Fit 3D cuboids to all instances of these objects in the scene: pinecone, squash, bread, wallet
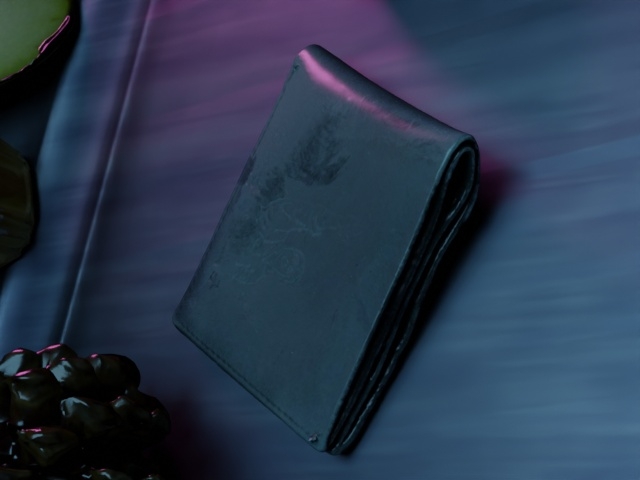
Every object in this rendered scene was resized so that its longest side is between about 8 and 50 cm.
[{"bbox_3d":[-0.237,0.204,1.484,0.243,0.243,0.257,-49,36,14],"label":"pinecone"},{"bbox_3d":[-0.383,-0.246,1.843,0.155,0.204,0.237,-44,45,49],"label":"squash"},{"bbox_3d":[-0.407,-0.012,1.802,0.241,0.107,0.136,-27,60,31],"label":"bread"},{"bbox_3d":[0.001,0.000,1.483,0.251,0.054,0.290,38,107,48],"label":"wallet"}]
